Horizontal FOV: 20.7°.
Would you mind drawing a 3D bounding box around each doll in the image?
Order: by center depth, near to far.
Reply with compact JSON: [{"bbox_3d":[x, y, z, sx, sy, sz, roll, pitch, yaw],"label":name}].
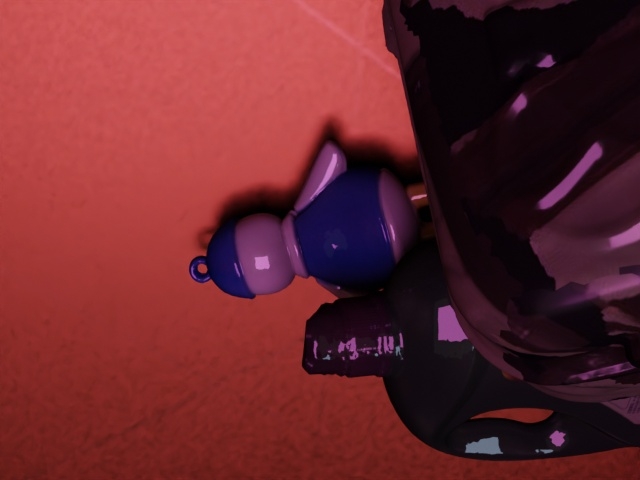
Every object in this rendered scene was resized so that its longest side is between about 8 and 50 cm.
[{"bbox_3d":[0.000,0.000,0.905,0.143,0.057,0.099,-15,103,8],"label":"doll"}]

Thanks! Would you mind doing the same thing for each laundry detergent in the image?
[{"bbox_3d":[0.095,0.055,0.886,0.221,0.078,0.144,-6,125,-15],"label":"laundry detergent"}]

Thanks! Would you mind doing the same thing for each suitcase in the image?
[{"bbox_3d":[0.210,-0.061,0.744,0.351,0.194,0.339,-16,73,17],"label":"suitcase"}]
